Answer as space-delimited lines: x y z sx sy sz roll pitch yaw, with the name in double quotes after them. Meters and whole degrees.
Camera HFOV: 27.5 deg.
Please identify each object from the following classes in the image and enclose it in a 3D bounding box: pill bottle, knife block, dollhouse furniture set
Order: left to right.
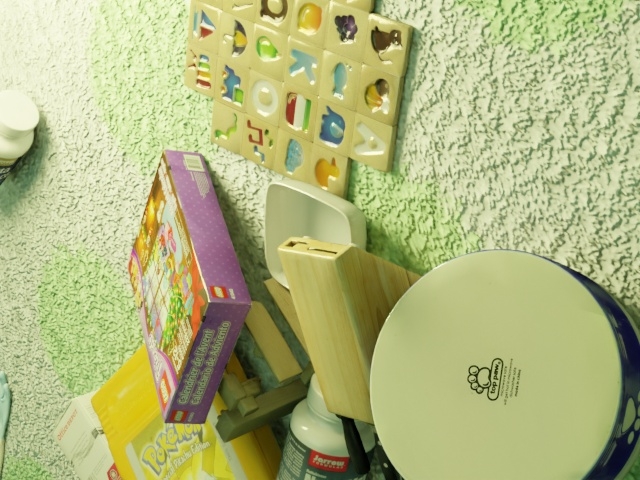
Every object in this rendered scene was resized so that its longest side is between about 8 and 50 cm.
-0.478 -0.146 1.916 0.169 0.094 0.094 -41 75 44 "pill bottle"
-0.070 0.141 1.604 0.123 0.144 0.151 58 149 20 "dollhouse furniture set"
0.011 0.246 1.565 0.108 0.108 0.180 32 124 33 "pill bottle"
0.046 0.144 1.413 0.088 0.276 0.242 8 79 42 "knife block"

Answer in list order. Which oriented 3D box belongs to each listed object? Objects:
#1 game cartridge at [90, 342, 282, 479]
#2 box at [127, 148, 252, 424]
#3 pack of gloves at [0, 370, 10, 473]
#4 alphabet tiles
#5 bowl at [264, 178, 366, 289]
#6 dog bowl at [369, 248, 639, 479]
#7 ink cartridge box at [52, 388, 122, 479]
-0.175 0.285 1.758 0.285 0.053 0.323 -44 65 37 "game cartridge"
-0.170 0.053 1.620 0.293 0.057 0.201 -113 36 -47 "box"
-0.601 0.270 2.208 0.195 0.046 0.232 34 125 30 "pack of gloves"
-0.037 -0.213 1.530 0.342 0.011 0.285 26 120 36 "alphabet tiles"
0.000 0.000 1.526 0.142 0.053 0.142 25 126 35 "bowl"
0.185 0.144 1.288 0.265 0.104 0.265 -7 75 28 "dog bowl"
-0.320 0.309 1.936 0.150 0.063 0.109 53 133 18 "ink cartridge box"
